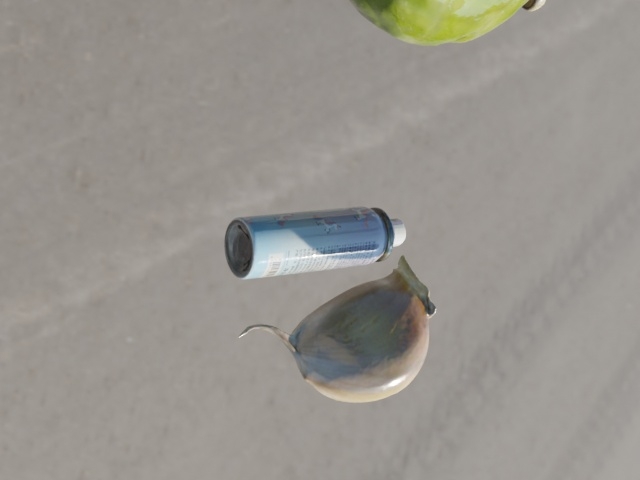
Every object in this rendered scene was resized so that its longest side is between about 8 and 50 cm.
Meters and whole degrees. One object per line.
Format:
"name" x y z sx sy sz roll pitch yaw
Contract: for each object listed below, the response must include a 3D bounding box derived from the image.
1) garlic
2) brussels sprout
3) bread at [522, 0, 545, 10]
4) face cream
"garlic" 0.033 0.146 1.935 0.266 0.148 0.128 -18 149 -33
"brussels sprout" 0.149 -0.381 1.783 0.274 0.242 0.316 14 72 -21
"bread" 0.372 -0.473 2.416 0.053 0.073 0.214 -8 126 -36
"face cream" 0.000 0.000 1.784 0.229 0.075 0.075 -5 105 -33
